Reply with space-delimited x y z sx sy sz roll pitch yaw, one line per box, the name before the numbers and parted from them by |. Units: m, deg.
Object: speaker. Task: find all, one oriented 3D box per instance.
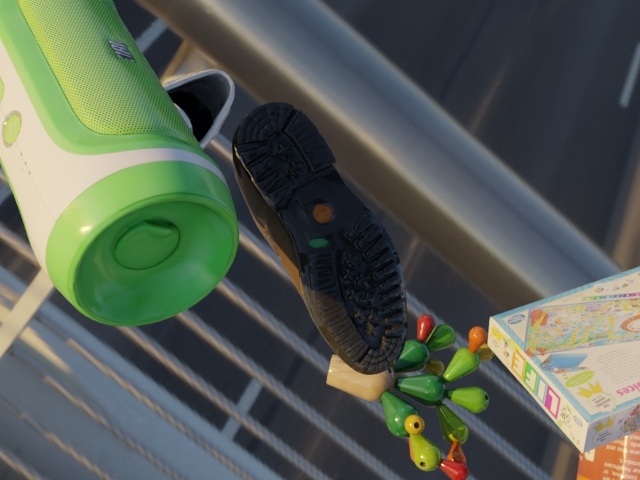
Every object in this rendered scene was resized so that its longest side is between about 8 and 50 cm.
speaker | -0.162 -0.082 0.680 0.131 0.131 0.296 -2 42 -36

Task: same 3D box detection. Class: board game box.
board game box | 0.198 0.065 0.632 0.154 0.026 0.103 -16 39 -18

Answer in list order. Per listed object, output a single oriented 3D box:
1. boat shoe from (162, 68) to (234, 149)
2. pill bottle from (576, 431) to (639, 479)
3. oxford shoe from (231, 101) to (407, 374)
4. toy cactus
boat shoe | -0.162 -0.097 0.978 0.096 0.088 0.267 49 35 -3
pill bottle | 0.313 0.227 0.980 0.121 0.121 0.216 11 85 -30
oxford shoe | 0.000 0.000 0.798 0.083 0.096 0.227 -26 95 -16
toy cactus | 0.098 0.158 1.106 0.181 0.112 0.219 12 48 3
